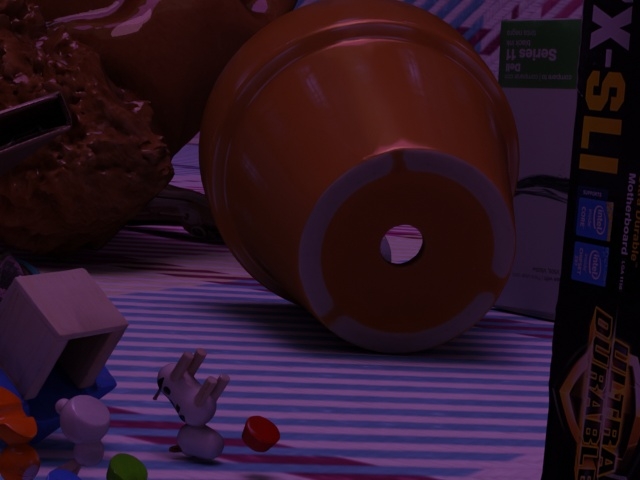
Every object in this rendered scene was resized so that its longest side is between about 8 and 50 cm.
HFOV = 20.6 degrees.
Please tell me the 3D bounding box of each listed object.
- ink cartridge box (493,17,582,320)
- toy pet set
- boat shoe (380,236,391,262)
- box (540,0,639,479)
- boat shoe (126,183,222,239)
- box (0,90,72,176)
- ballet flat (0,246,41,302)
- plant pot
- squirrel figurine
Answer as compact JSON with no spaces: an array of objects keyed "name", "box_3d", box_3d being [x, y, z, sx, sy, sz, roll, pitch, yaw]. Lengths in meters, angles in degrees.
[{"name":"ink cartridge box","box_3d":[0.201,-0.050,1.263,0.153,0.208,0.087,0,5,-45]},{"name":"toy pet set","box_3d":[-0.100,0.072,0.699,0.122,0.065,0.114,-7,48,-50]},{"name":"boat shoe","box_3d":[0.000,-0.001,1.313,0.081,0.079,0.227,13,9,-14]},{"name":"box","box_3d":[0.239,-0.013,0.713,0.322,0.257,0.079,1,8,-34]},{"name":"boat shoe","box_3d":[-0.119,-0.021,1.547,0.153,0.048,0.056,16,-1,31]},{"name":"box","box_3d":[-0.228,-0.011,0.853,0.164,0.021,0.201,-25,-1,-35]},{"name":"ballet flat","box_3d":[-0.188,0.030,0.899,0.079,0.077,0.221,-17,13,-15]},{"name":"plant pot","box_3d":[0.036,-0.028,1.081,0.205,0.205,0.188,3,21,-11]},{"name":"squirrel figurine","box_3d":[-0.262,-0.177,1.358,0.370,0.281,0.397,42,30,-13]}]
